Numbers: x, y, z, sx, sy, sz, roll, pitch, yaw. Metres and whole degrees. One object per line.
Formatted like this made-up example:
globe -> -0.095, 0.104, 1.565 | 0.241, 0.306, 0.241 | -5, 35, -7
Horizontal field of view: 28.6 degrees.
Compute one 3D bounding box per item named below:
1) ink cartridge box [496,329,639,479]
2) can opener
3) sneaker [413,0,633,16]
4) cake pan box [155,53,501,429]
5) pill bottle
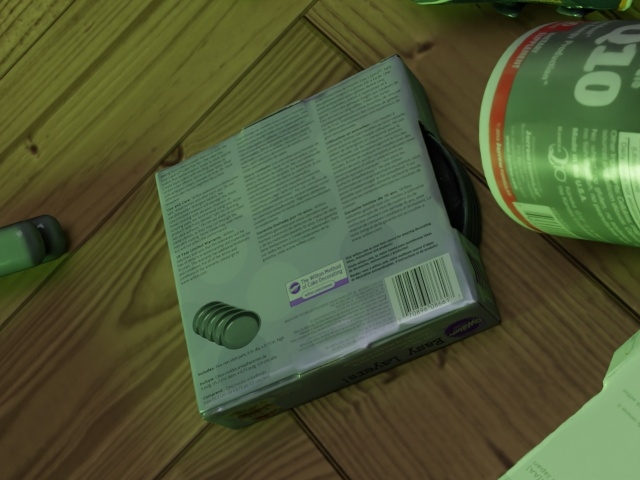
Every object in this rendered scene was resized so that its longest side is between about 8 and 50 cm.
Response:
ink cartridge box -> 0.279, 0.169, 0.767 | 0.275, 0.060, 0.239 | 44, 118, 4
can opener -> -0.376, 0.056, 1.243 | 0.284, 0.076, 0.095 | -16, 94, 21
sneaker -> 0.192, -0.243, 1.036 | 0.321, 0.127, 0.126 | -6, 58, 53
cake pan box -> 0.000, 0.000, 1.057 | 0.267, 0.070, 0.245 | -25, 62, 17
pill bottle -> 0.259, -0.069, 0.844 | 0.283, 0.161, 0.161 | 10, 73, 51
